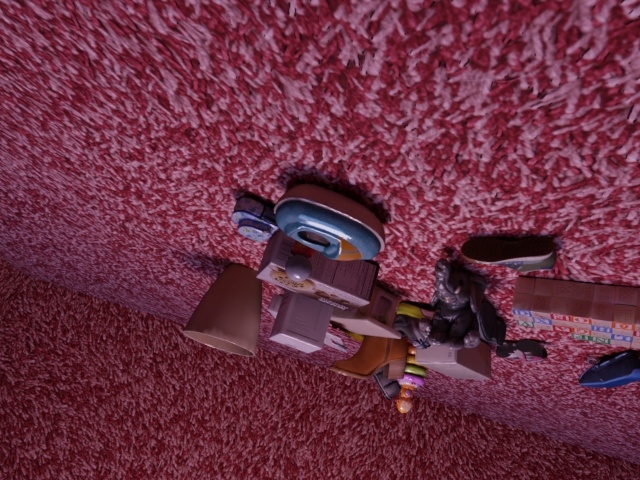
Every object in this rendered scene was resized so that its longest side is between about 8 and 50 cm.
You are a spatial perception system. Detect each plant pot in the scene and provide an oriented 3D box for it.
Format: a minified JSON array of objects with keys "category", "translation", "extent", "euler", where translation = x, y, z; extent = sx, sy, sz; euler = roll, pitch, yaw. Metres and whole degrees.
[{"category":"plant pot","translation":[-0.308,0.230,1.892],"extent":[0.256,0.274,0.256],"euler":[14,158,6]}]

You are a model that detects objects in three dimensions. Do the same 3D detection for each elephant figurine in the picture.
[{"category":"elephant figurine","translation":[0.344,0.142,1.378],"extent":[0.169,0.239,0.186],"euler":[-1,-168,-7]}]

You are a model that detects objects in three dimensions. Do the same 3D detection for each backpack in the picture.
[{"category":"backpack","translation":[-0.163,-0.051,1.350],"extent":[0.114,0.084,0.105],"euler":[27,154,-17]}]

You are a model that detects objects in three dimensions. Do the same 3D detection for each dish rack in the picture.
[{"category":"dish rack","translation":[0.255,0.465,2.069],"extent":[0.074,0.208,0.271],"euler":[-31,174,17]}]

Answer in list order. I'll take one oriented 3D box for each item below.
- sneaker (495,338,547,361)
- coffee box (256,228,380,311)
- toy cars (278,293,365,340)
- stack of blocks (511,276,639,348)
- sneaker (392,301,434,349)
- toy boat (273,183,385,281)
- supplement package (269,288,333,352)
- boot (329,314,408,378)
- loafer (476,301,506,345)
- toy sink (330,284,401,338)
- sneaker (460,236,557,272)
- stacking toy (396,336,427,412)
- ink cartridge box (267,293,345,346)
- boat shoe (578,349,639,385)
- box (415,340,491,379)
[{"category":"sneaker","translation":[0.665,0.359,1.771],"extent":[0.077,0.072,0.178],"euler":[15,170,-29]},{"category":"coffee box","translation":[-0.008,0.086,1.520],"extent":[0.297,0.119,0.168],"euler":[23,157,-13]},{"category":"toy cars","translation":[0.027,0.266,1.994],"extent":[0.393,0.087,0.176],"euler":[23,162,-5]},{"category":"stack of blocks","translation":[0.622,0.171,1.289],"extent":[0.297,0.087,0.171],"euler":[5,156,28]},{"category":"sneaker","translation":[0.344,0.285,1.671],"extent":[0.300,0.121,0.111],"euler":[11,161,49]},{"category":"toy boat","translation":[0.000,0.000,1.263],"extent":[0.267,0.148,0.318],"euler":[22,158,-13]},{"category":"supplement package","translation":[-0.042,0.198,1.649],"extent":[0.139,0.244,0.134],"euler":[23,157,-12]},{"category":"boot","translation":[0.167,0.348,1.823],"extent":[0.283,0.220,0.109],"euler":[5,173,-15]},{"category":"loafer","translation":[0.470,0.247,1.594],"extent":[0.084,0.096,0.267],"euler":[8,160,37]},{"category":"toy sink","translation":[0.144,0.212,1.700],"extent":[0.153,0.131,0.234],"euler":[29,161,-28]},{"category":"sneaker","translation":[0.404,0.039,1.161],"extent":[0.192,0.064,0.086],"euler":[-2,147,35]},{"category":"stacking toy","translation":[0.317,0.456,1.925],"extent":[0.175,0.302,0.166],"euler":[23,158,-22]},{"category":"ink cartridge box","translation":[-0.027,0.288,1.864],"extent":[0.261,0.066,0.296],"euler":[18,163,13]},{"category":"boat shoe","translation":[0.882,0.392,1.647],"extent":[0.109,0.089,0.258],"euler":[8,156,-14]},{"category":"box","translation":[0.452,0.381,1.828],"extent":[0.148,0.121,0.311],"euler":[-7,155,34]}]
